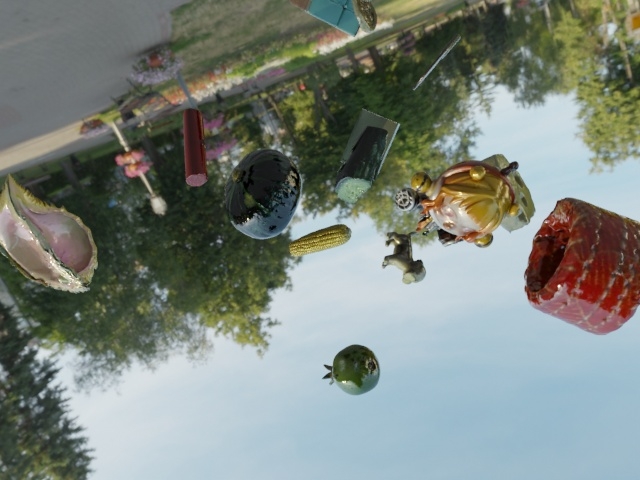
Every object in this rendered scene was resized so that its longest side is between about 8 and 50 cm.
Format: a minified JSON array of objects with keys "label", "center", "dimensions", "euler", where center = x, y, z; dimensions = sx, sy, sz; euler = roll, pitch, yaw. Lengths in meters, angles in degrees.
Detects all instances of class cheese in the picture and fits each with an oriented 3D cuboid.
[{"label":"cheese","center":[0.690,-0.172,1.841],"dimensions":[0.115,0.326,0.318],"euler":[-31,-142,34]}]

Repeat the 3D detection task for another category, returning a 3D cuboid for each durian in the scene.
[{"label":"durian","center":[-0.686,0.003,1.186],"dimensions":[0.195,0.305,0.185],"euler":[-27,-156,18]}]

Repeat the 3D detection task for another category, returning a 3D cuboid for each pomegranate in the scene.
[{"label":"pomegranate","center":[0.107,0.470,1.794],"dimensions":[0.224,0.181,0.181],"euler":[-21,-167,47]}]

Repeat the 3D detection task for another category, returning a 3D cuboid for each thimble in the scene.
[{"label":"thimble","center":[0.732,0.065,1.377],"dimensions":[0.230,0.350,0.350],"euler":[19,-155,4]}]

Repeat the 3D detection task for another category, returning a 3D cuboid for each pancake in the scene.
[{"label":"pancake","center":[0.125,-0.689,1.462],"dimensions":[0.025,0.152,0.151],"euler":[-13,-160,34]}]

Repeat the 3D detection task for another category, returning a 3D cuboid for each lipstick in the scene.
[{"label":"lipstick","center":[-0.403,-0.304,1.591],"dimensions":[0.073,0.073,0.280],"euler":[-19,-120,14]}]

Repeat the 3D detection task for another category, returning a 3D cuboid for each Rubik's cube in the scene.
[{"label":"Rubik's cube","center":[0.049,-0.915,1.806],"dimensions":[0.231,0.225,0.221],"euler":[14,-154,-29]}]

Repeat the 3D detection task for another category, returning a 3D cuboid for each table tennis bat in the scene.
[{"label":"table tennis bat","center":[0.406,-0.625,1.720],"dimensions":[0.274,0.021,0.154],"euler":[-51,-178,-19]}]

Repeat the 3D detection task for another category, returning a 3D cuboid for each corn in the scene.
[{"label":"corn","center":[0.000,0.000,1.497],"dimensions":[0.206,0.067,0.067],"euler":[-18,-162,23]}]

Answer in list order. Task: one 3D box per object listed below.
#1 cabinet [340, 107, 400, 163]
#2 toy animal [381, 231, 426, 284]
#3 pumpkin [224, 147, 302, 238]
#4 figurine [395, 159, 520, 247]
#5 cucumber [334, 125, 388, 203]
[{"label":"cabinet","center":[0.187,-0.366,1.848],"dimensions":[0.145,0.206,0.150],"euler":[24,-165,6]},{"label":"toy animal","center":[0.329,0.070,1.988],"dimensions":[0.168,0.121,0.233],"euler":[-3,-119,-1]},{"label":"pumpkin","center":[-0.210,-0.171,1.710],"dimensions":[0.315,0.238,0.315],"euler":[-27,-129,39]},{"label":"figurine","center":[0.397,-0.110,1.387],"dimensions":[0.323,0.320,0.196],"euler":[-16,-138,57]},{"label":"cucumber","center":[0.099,-0.193,1.241],"dimensions":[0.193,0.085,0.115],"euler":[-64,-166,-2]}]
